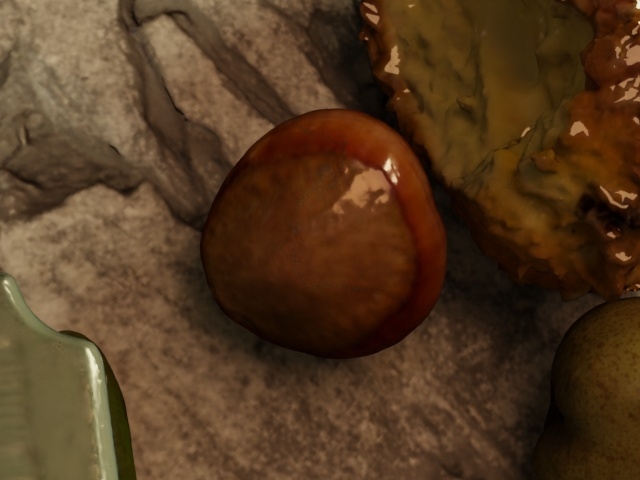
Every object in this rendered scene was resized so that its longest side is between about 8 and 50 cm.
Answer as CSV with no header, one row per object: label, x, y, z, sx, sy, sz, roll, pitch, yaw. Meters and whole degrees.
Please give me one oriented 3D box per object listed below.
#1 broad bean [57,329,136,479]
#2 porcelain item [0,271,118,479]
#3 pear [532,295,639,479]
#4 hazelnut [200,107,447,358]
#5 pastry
broad bean,-0.146,0.204,1.205,0.077,0.061,0.339,8,60,-31
porcelain item,-0.250,0.175,1.085,0.281,0.157,0.286,-6,64,-13
pear,0.227,0.121,1.378,0.136,0.167,0.167,9,55,7
hazelnut,0.000,0.000,1.339,0.182,0.182,0.182,12,58,-20
pastry,0.228,-0.143,1.453,0.337,0.292,0.405,5,46,-36
